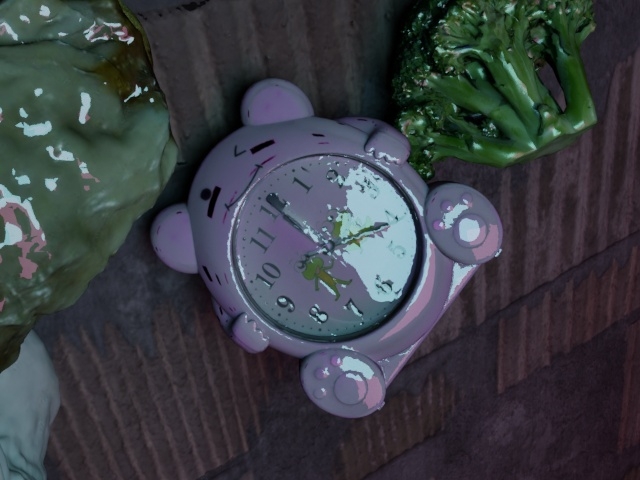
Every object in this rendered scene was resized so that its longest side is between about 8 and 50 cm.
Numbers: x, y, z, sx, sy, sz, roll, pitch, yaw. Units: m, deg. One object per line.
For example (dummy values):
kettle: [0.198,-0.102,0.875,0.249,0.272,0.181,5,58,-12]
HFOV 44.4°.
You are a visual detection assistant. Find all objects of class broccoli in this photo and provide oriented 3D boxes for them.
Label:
broccoli: [0.206,-0.190,0.948,0.295,0.245,0.265,-36,153,17]

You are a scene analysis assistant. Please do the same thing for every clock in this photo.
clock: [0.000,0.000,0.868,0.322,0.113,0.295,37,94,-2]

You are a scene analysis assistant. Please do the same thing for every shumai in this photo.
shumai: [-0.240,-0.073,0.577,0.264,0.304,0.309,-29,103,-1]

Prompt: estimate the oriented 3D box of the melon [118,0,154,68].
melon: [-0.211,-0.167,0.746,0.128,0.079,0.160,-9,118,-32]

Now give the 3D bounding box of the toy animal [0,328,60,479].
toy animal: [-0.306,0.185,0.679,0.194,0.357,0.257,-18,122,-26]
